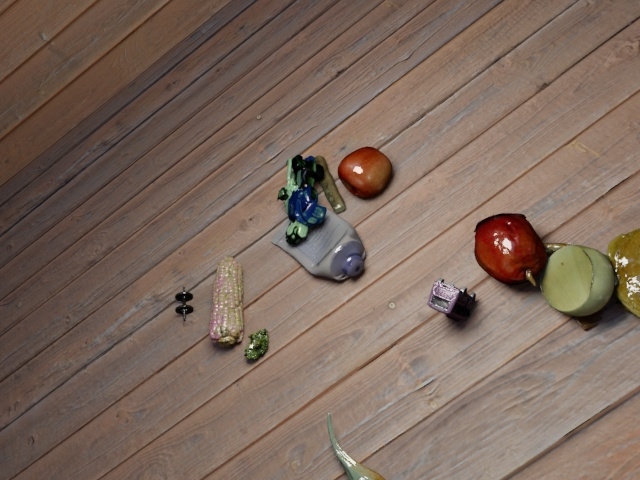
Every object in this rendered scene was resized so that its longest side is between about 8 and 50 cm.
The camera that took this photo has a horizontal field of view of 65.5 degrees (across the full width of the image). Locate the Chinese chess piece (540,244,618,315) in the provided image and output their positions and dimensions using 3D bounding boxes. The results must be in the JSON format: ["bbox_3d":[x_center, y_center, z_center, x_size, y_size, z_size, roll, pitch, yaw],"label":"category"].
[{"bbox_3d":[0.674,0.105,1.308,0.188,0.083,0.188,-170,90,-71],"label":"Chinese chess piece"}]

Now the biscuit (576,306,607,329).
[{"bbox_3d":[0.716,0.197,1.330,0.082,0.016,0.092,11,71,26],"label":"biscuit"}]

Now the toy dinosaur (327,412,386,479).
[{"bbox_3d":[0.093,0.667,1.351,0.206,0.092,0.392,-26,54,13],"label":"toy dinosaur"}]

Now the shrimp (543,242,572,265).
[{"bbox_3d":[0.676,0.043,1.430,0.115,0.023,0.083,-7,64,30],"label":"shrimp"}]

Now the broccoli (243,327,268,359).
[{"bbox_3d":[-0.217,0.350,1.683,0.097,0.092,0.095,-15,70,-1],"label":"broccoli"}]

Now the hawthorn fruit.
[{"bbox_3d":[0.543,0.036,1.397,0.190,0.189,0.251,-35,45,7],"label":"hawthorn fruit"}]

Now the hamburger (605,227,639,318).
[{"bbox_3d":[0.866,0.078,1.244,0.266,0.134,0.284,-20,59,19],"label":"hamburger"}]

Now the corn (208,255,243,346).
[{"bbox_3d":[-0.340,0.219,1.800,0.127,0.126,0.334,-18,56,18],"label":"corn"}]

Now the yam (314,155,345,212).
[{"bbox_3d":[0.030,-0.212,1.879,0.061,0.061,0.274,-30,56,10],"label":"yam"}]

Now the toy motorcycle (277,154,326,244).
[{"bbox_3d":[-0.060,-0.151,1.786,0.196,0.125,0.330,-26,52,45],"label":"toy motorcycle"}]

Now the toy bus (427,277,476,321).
[{"bbox_3d":[0.374,0.173,1.423,0.087,0.178,0.098,20,87,34],"label":"toy bus"}]

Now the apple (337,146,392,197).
[{"bbox_3d":[0.155,-0.242,1.751,0.181,0.181,0.168,37,87,36],"label":"apple"}]

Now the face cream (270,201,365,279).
[{"bbox_3d":[0.000,0.000,1.755,0.234,0.137,0.420,-51,45,-2],"label":"face cream"}]

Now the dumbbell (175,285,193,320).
[{"bbox_3d":[-0.523,0.240,1.910,0.070,0.069,0.147,-22,56,15],"label":"dumbbell"}]
